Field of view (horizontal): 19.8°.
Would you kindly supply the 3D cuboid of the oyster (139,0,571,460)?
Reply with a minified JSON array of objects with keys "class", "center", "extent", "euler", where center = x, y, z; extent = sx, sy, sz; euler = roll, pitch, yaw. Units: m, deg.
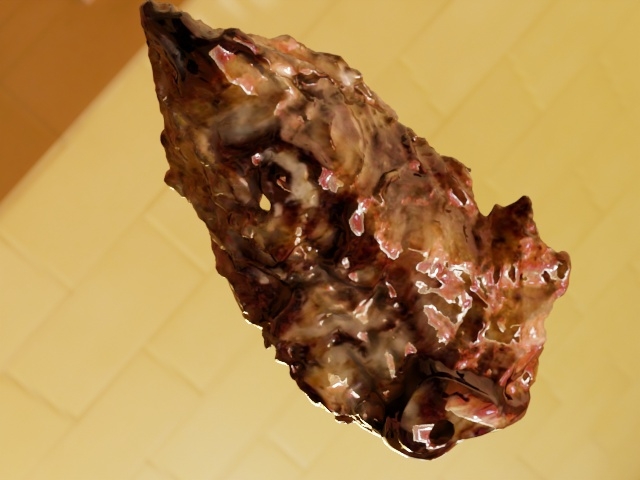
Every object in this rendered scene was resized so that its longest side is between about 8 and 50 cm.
[{"class":"oyster","center":[0.000,0.000,0.461],"extent":[0.132,0.086,0.029],"euler":[27,10,-2]}]
